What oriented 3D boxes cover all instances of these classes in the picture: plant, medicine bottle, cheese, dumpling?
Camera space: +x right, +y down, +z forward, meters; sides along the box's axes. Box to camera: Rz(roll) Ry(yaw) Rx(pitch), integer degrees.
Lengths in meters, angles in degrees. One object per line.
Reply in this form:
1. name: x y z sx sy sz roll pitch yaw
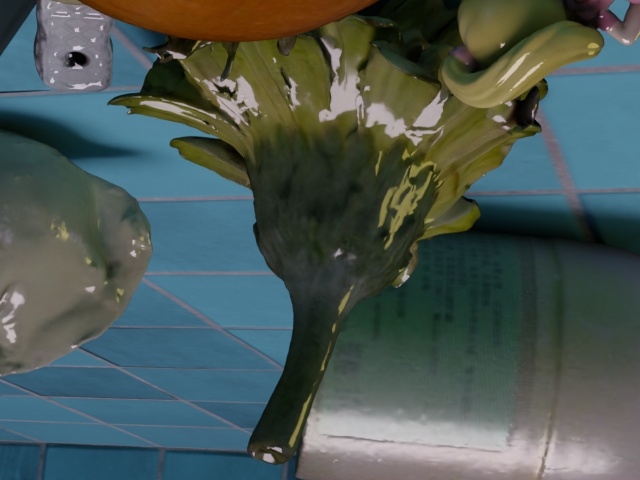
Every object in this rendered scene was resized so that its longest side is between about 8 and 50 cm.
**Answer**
1. plant: 0.031 -0.037 0.977 0.261 0.297 0.306 -34 133 16
2. medicine bottle: 0.187 0.113 1.350 0.406 0.235 0.236 6 164 -2
3. cheese: -0.132 -0.147 0.817 0.127 0.049 0.235 1 153 -11
4. dumpling: -0.261 0.009 1.202 0.258 0.193 0.147 5 169 -11

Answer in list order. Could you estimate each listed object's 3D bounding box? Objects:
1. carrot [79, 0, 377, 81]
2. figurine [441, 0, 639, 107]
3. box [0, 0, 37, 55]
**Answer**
1. carrot: -0.022 -0.172 0.496 0.193 0.214 0.331 27 157 -10
2. figurine: 0.149 -0.128 0.826 0.187 0.083 0.083 -14 157 26
3. box: -0.209 -0.122 0.853 0.031 0.126 0.091 34 177 28
